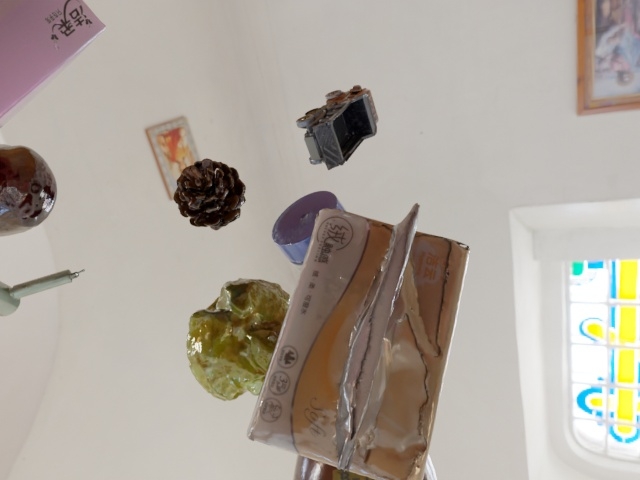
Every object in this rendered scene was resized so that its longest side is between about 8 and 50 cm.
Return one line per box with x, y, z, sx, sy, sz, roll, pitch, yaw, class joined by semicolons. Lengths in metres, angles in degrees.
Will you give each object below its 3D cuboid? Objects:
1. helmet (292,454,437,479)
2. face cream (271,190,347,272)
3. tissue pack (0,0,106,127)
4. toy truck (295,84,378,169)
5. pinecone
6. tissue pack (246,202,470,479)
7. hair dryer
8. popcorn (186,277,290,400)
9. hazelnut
0.105;0.499;1.129;0.384;0.231;0.337;-5;168;2;helmet
0.000;0.000;1.582;0.248;0.225;0.249;-24;-147;17;face cream
-0.286;-0.096;0.341;0.148;0.092;0.246;1;-130;49;tissue pack
0.034;-0.197;0.834;0.092;0.083;0.192;-3;-147;31;toy truck
-0.245;-0.105;1.071;0.173;0.174;0.174;-13;-159;5;pinecone
0.053;0.118;0.601;0.238;0.238;0.306;3;-116;38;tissue pack
-0.359;0.057;0.606;0.124;0.038;0.063;-17;163;-14;hair dryer
-0.141;0.211;1.033;0.276;0.277;0.225;-14;163;0;popcorn
-0.594;-0.087;0.898;0.201;0.171;0.160;-1;-160;-9;hazelnut
